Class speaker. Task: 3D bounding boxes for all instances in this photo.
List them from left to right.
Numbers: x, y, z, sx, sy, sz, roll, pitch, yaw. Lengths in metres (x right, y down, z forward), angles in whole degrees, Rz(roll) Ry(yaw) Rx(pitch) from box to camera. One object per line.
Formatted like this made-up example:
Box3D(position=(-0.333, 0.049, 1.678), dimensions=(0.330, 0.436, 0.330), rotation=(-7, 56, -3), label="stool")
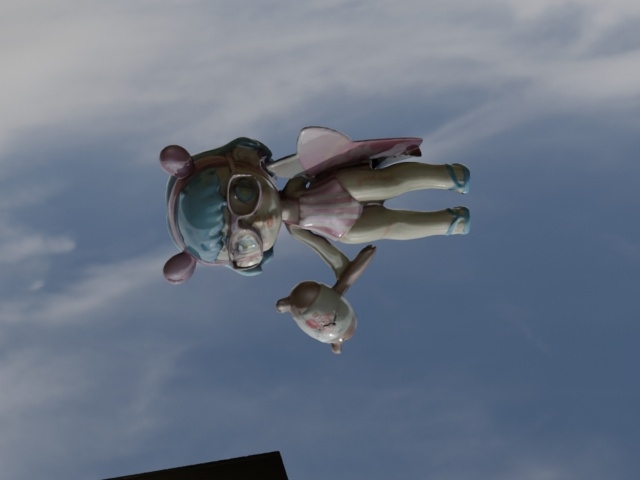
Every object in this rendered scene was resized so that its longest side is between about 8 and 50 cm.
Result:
Box3D(position=(-0.119, 0.204, 0.711), dimensions=(0.191, 0.040, 0.046), rotation=(-5, -139, -16), label="speaker")

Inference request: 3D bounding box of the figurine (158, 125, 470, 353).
Box3D(position=(-0.003, -0.010, 0.776), dimensions=(0.260, 0.205, 0.103), rotation=(-5, -156, -13), label="figurine")
